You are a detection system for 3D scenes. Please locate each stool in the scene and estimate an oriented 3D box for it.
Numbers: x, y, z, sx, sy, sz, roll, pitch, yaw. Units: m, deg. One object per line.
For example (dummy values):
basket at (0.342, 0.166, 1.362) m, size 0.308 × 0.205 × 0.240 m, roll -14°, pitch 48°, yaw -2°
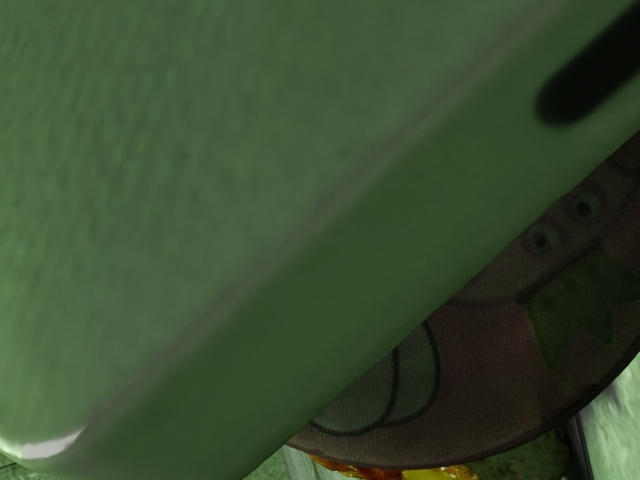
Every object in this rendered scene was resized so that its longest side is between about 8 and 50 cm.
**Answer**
stool at (0.044, -0.032, 0.669) m, size 0.178 × 0.272 × 0.272 m, roll 0°, pitch -108°, yaw -83°

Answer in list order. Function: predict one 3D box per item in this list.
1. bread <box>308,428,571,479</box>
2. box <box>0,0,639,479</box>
bread at (0.070, 0.116, 0.991) m, size 0.185 × 0.109 × 0.380 m, roll 60°, pitch 157°, yaw -9°
box at (-0.009, -0.138, 0.496) m, size 0.090 × 0.367 × 0.373 m, roll 33°, pitch -158°, yaw -42°
